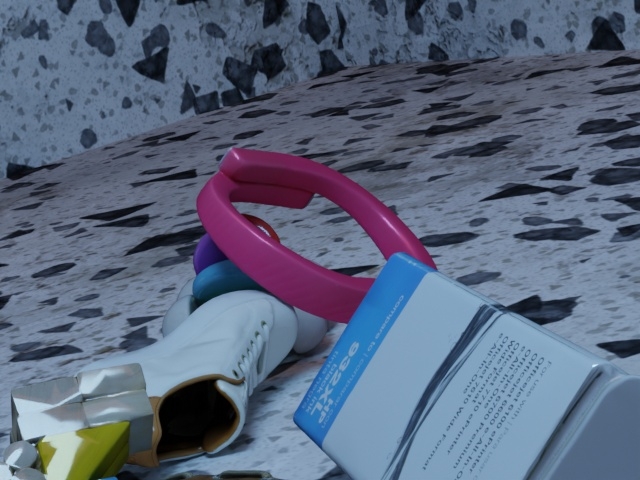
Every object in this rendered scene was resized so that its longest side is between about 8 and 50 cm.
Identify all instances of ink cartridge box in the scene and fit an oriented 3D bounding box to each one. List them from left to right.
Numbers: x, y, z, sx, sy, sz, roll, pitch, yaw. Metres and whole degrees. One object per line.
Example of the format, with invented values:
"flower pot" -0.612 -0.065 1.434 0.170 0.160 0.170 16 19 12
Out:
"ink cartridge box" 0.140 0.136 1.003 0.129 0.223 0.307 -57 18 -1

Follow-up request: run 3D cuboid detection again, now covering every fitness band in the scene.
"fitness band" 0.000 0.000 1.806 0.054 0.209 0.291 -52 -28 21

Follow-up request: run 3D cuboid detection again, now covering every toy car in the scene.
"toy car" -0.075 0.043 1.833 0.159 0.136 0.182 -9 13 8

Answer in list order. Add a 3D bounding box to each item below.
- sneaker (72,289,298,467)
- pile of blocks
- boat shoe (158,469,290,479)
"sneaker" -0.089 0.131 1.606 0.123 0.105 0.290 21 29 30
"pile of blocks" -0.199 0.230 1.090 0.149 0.112 0.362 30 52 17
"boat shoe" -0.037 0.194 1.179 0.324 0.122 0.120 0 14 39
